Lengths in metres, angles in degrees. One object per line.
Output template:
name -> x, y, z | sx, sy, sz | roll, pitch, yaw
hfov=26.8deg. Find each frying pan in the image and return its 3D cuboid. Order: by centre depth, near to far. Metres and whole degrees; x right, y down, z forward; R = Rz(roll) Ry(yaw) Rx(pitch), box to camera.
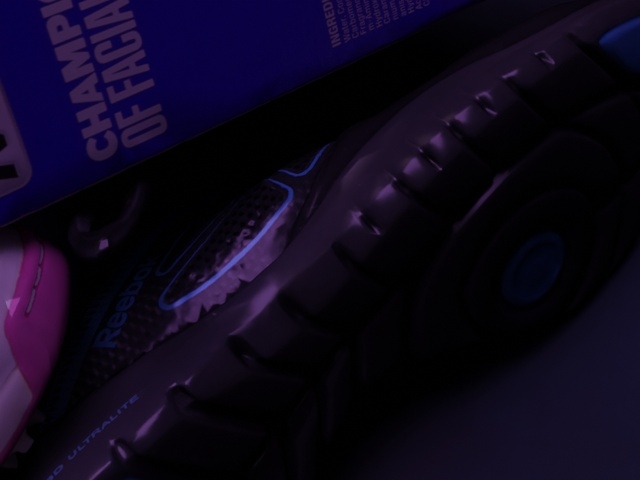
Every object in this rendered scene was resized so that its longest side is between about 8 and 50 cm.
frying pan -> -0.052, -0.060, 0.602 | 0.197, 0.053, 0.326 | -25, 25, -16

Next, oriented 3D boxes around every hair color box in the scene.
hair color box -> -0.071, -0.115, 0.549 | 0.339, 0.110, 0.185 | -31, 26, -31

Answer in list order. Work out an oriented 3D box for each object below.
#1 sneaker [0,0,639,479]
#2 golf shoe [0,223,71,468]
sneaker -> 0.000, 0.000, 0.535 | 0.341, 0.125, 0.140 | -37, 41, -15
golf shoe -> -0.222, 0.075, 0.484 | 0.306, 0.140, 0.115 | -34, 39, 24
